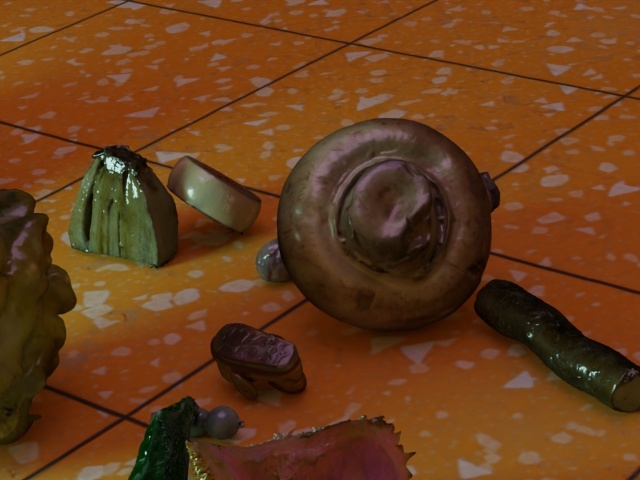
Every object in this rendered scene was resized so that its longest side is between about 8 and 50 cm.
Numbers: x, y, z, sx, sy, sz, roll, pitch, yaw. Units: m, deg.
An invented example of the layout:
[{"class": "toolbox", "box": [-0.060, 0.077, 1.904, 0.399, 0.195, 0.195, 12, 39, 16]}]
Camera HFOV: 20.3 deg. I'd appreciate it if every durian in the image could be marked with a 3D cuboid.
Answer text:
[{"class": "durian", "box": [-0.023, 0.223, 1.593, 0.165, 0.132, 0.182, 23, 25, 26]}]

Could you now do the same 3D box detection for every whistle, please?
[{"class": "whistle", "box": [-0.124, 0.183, 1.801, 0.100, 0.035, 0.035, 1, 26, 15]}]

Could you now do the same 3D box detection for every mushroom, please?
[{"class": "mushroom", "box": [0.077, -0.022, 1.954, 0.254, 0.184, 0.255, 0, 68, 1]}]

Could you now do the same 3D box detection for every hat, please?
[{"class": "hat", "box": [0.000, 0.000, 2.095, 0.162, 0.094, 0.112, -15, 20, -6]}]

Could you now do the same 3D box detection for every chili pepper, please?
[{"class": "chili pepper", "box": [-0.148, 0.215, 1.695, 0.088, 0.059, 0.227, 0, 30, 11]}]

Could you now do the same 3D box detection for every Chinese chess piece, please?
[{"class": "Chinese chess piece", "box": [-0.131, -0.058, 2.209, 0.122, 0.051, 0.122, 33, 5, -3]}]

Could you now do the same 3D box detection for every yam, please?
[{"class": "yam", "box": [0.249, 0.109, 1.852, 0.061, 0.061, 0.253, -18, 29, -24]}]

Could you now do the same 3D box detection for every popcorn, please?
[{"class": "popcorn", "box": [-0.398, 0.056, 1.822, 0.312, 0.312, 0.312, -5, 26, 2]}]

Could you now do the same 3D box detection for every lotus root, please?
[{"class": "lotus root", "box": [-0.234, -0.046, 2.188, 0.143, 0.144, 0.070, 19, 28, 27]}]

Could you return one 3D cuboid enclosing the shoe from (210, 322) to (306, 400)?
[{"class": "shoe", "box": [-0.066, 0.131, 1.865, 0.109, 0.069, 0.072, -5, 49, 22]}]
